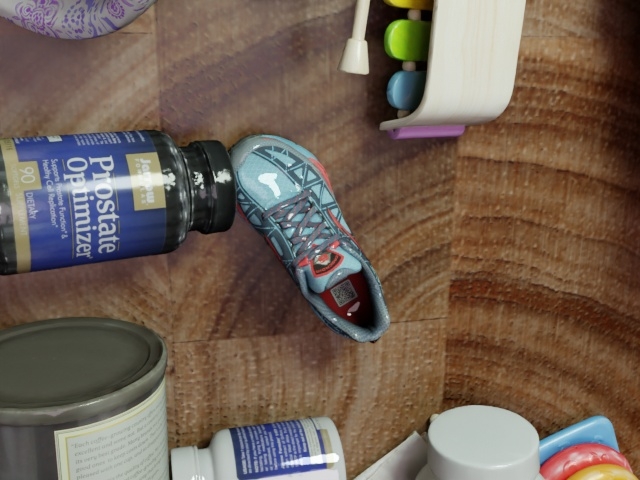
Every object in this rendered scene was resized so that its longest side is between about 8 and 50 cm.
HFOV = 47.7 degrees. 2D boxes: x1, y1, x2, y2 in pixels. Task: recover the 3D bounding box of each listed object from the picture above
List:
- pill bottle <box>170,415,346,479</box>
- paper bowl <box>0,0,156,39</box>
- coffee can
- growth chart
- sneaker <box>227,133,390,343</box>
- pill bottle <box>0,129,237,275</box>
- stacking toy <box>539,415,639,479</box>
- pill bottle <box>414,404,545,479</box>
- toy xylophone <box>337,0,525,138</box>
[{"bbox_3d":[-0.073,0.266,0.819,0.187,0.112,0.112,-3,107,-14],"label":"pill bottle"},{"bbox_3d":[-0.203,-0.314,0.551,0.284,0.284,0.148,50,49,-22],"label":"paper bowl"},{"bbox_3d":[-0.249,0.240,0.716,0.201,0.201,0.275,-3,106,-14],"label":"coffee can"},{"bbox_3d":[0.105,0.333,0.935,0.237,0.021,0.172,-33,112,-4],"label":"growth chart"},{"bbox_3d":[0.000,0.000,0.754,0.104,0.125,0.262,-37,112,-3],"label":"sneaker"},{"bbox_3d":[-0.197,-0.041,0.682,0.219,0.123,0.123,-9,108,-26],"label":"pill bottle"},{"bbox_3d":[0.369,0.369,0.864,0.166,0.302,0.175,-24,111,-7],"label":"stacking toy"},{"bbox_3d":[0.192,0.360,0.866,0.169,0.169,0.301,-8,108,-13],"label":"pill bottle"},{"bbox_3d":[0.113,-0.256,0.706,0.236,0.081,0.322,3,104,-35],"label":"toy xylophone"}]
